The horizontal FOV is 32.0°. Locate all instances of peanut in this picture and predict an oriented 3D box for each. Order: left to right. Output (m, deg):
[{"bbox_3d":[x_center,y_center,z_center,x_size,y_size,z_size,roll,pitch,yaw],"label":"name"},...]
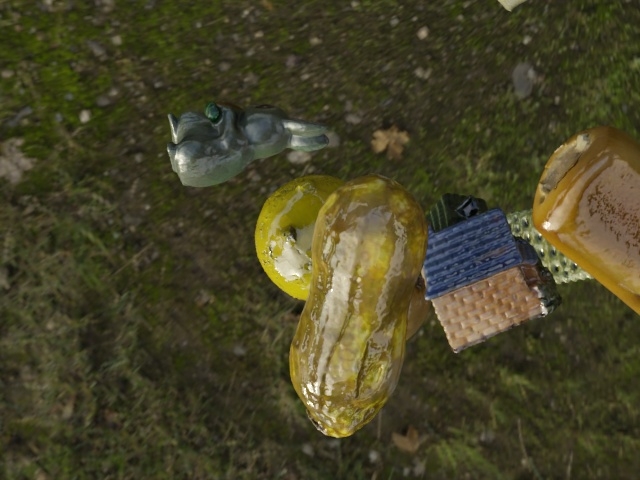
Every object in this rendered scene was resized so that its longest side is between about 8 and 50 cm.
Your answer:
[{"bbox_3d":[0.027,0.049,0.823,0.087,0.087,0.207,14,114,10],"label":"peanut"}]

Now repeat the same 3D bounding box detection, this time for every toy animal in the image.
[{"bbox_3d":[-0.112,-0.163,1.760,0.251,0.127,0.125,-10,76,-1],"label":"toy animal"}]

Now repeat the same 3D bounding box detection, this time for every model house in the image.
[{"bbox_3d":[0.208,0.016,1.522,0.166,0.183,0.172,-26,115,12],"label":"model house"}]

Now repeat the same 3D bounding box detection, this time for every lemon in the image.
[{"bbox_3d":[0.000,0.000,1.501,0.173,0.206,0.174,-4,68,9],"label":"lemon"}]

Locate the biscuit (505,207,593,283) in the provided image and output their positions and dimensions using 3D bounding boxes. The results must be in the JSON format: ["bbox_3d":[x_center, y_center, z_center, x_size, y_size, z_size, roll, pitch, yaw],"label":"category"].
[{"bbox_3d":[0.370,0.007,1.861,0.231,0.016,0.139,-10,85,36],"label":"biscuit"}]

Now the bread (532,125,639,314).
[{"bbox_3d":[0.240,0.004,0.789,0.239,0.074,0.092,34,102,-30],"label":"bread"}]

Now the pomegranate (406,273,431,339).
[{"bbox_3d":[0.093,0.090,1.956,0.207,0.207,0.207,4,107,13],"label":"pomegranate"}]

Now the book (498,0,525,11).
[{"bbox_3d":[0.012,-0.364,0.687,0.039,0.428,0.300,-29,135,21],"label":"book"}]
